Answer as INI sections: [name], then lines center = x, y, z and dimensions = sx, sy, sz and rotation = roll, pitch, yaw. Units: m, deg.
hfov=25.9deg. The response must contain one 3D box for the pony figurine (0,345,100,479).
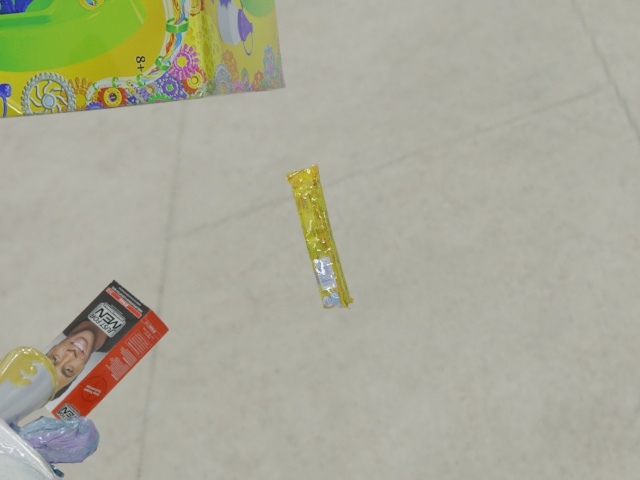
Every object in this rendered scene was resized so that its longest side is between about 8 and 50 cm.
[pony figurine]
center = -0.267, 0.141, 0.767
dimensions = 0.303, 0.351, 0.363
rotation = -52, -13, 13

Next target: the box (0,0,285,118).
[box]
center = -0.191, -0.232, 0.955
dimensions = 0.279, 0.290, 0.177
rotation = -4, 7, 16

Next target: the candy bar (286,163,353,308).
[candy bar]
center = 0.000, 0.000, 1.502
dimensions = 0.040, 0.162, 0.018
rotation = -12, 8, 25

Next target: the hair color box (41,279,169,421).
[hair color box]
center = -0.229, 0.114, 1.400
dimensions = 0.141, 0.043, 0.072
rotation = -47, 49, -11
